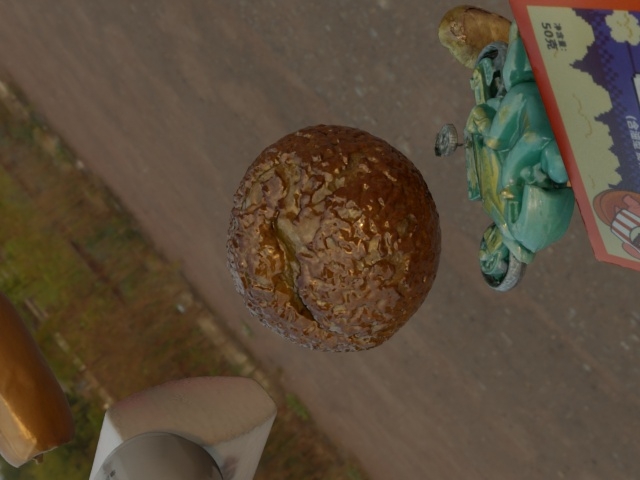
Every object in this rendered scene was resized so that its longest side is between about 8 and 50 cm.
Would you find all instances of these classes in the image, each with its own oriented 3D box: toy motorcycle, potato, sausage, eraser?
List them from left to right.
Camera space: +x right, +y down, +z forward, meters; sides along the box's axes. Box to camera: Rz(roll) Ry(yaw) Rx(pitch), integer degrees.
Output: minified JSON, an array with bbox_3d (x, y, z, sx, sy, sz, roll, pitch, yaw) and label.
[{"bbox_3d":[-0.426,0.136,1.303,0.328,0.112,0.112,61,166,9],"label":"sausage"},{"bbox_3d":[-0.156,0.270,1.016,0.095,0.174,0.270,42,126,38],"label":"eraser"},{"bbox_3d":[0.261,-0.325,1.637,0.080,0.170,0.107,-14,74,57],"label":"potato"},{"bbox_3d":[0.219,-0.099,1.127,0.198,0.109,0.296,145,125,-66],"label":"toy motorcycle"}]

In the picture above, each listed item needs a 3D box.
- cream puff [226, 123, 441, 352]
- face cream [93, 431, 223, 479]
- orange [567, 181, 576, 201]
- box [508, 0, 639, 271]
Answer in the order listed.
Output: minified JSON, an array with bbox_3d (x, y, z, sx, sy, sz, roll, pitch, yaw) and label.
[{"bbox_3d":[0.000,0.000,1.231,0.303,0.212,0.303,9,103,43],"label":"cream puff"},{"bbox_3d":[-0.135,0.226,0.847,0.117,0.117,0.104,58,173,-23],"label":"face cream"},{"bbox_3d":[0.454,-0.206,1.937,0.284,0.226,0.284,51,-159,-29],"label":"orange"},{"bbox_3d":[0.400,-0.171,0.919,0.257,0.318,0.348,17,144,46],"label":"box"}]
